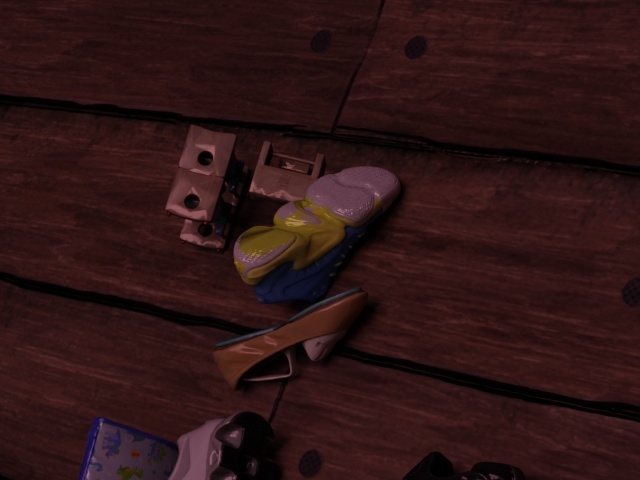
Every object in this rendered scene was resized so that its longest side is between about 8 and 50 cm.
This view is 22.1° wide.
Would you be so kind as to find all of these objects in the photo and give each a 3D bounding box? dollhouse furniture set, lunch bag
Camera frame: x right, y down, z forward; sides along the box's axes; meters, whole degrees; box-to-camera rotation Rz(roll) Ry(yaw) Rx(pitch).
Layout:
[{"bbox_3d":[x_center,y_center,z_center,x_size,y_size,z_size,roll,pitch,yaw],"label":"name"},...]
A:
[{"bbox_3d":[-0.094,-0.053,2.183,0.184,0.129,0.129,13,74,10],"label":"dollhouse furniture set"},{"bbox_3d":[-0.247,0.304,2.061,0.096,0.151,0.129,-4,65,35],"label":"lunch bag"}]

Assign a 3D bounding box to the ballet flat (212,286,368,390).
[{"bbox_3d":[-0.029,0.128,2.059,0.232,0.080,0.073,-24,82,28],"label":"ballet flat"}]

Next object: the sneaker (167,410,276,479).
[{"bbox_3d":[-0.147,0.375,1.983,0.146,0.122,0.330,-15,52,41],"label":"sneaker"}]

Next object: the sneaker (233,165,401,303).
[{"bbox_3d":[0.000,0.000,2.091,0.240,0.126,0.091,-27,45,-15],"label":"sneaker"}]

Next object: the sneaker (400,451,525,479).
[{"bbox_3d":[0.188,0.314,1.762,0.293,0.102,0.146,27,83,43],"label":"sneaker"}]
